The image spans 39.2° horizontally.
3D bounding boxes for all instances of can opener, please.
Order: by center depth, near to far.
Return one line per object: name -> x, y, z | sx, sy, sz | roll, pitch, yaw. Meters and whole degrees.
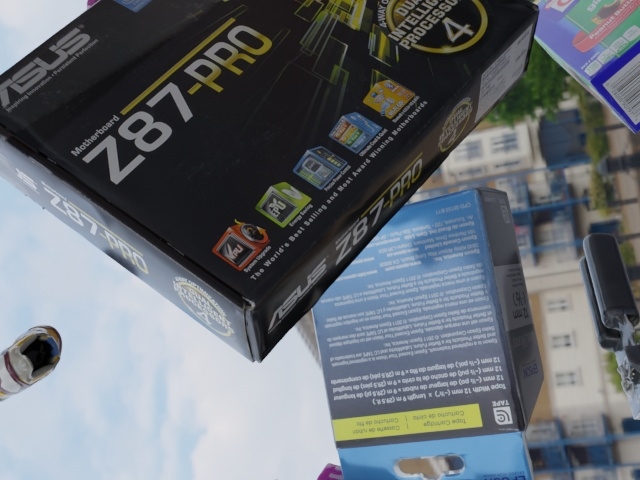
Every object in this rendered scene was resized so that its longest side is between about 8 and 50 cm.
can opener -> 0.393, 0.101, 1.120 | 0.284, 0.095, 0.076 | -85, -7, -50

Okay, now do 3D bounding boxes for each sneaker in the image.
sneaker -> -0.363, 0.148, 1.165 | 0.070, 0.083, 0.185 | 60, -166, -10

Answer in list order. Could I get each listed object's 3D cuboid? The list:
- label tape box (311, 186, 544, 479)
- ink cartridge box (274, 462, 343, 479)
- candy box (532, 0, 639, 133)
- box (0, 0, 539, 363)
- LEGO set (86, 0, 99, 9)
label tape box -> 0.130, 0.131, 1.102 | 0.115, 0.249, 0.348 | -4, -98, -60
ink cartridge box -> 0.161, 0.361, 1.127 | 0.330, 0.324, 0.072 | 45, -121, -42
candy box -> 0.459, -0.330, 1.275 | 0.122, 0.268, 0.317 | 42, -164, -23
box -> -0.048, -0.132, 0.783 | 0.395, 0.318, 0.097 | -46, -25, -25
LEGO set -> -0.316, -0.289, 1.395 | 0.227, 0.093, 0.087 | 149, 129, -75
